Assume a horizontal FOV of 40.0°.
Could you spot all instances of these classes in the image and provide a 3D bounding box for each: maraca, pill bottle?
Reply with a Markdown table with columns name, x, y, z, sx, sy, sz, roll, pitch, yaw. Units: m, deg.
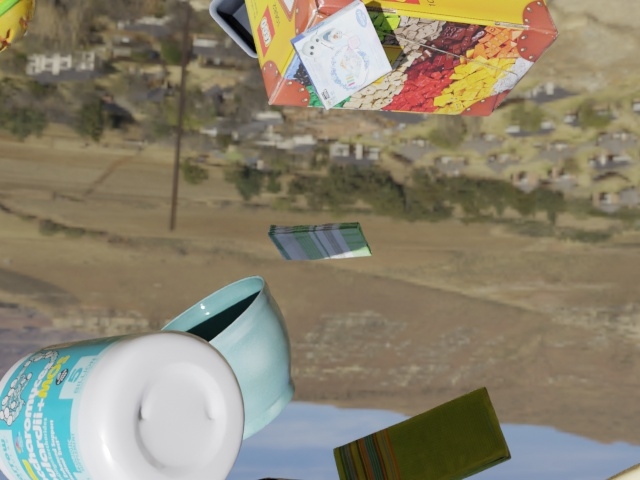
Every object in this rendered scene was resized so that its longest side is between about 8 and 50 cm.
| name | x | y | z | sx | sy | sz | roll | pitch | yaw |
| --- | --- | --- | --- | --- | --- | --- | --- | --- | --- |
| maraca | -0.415 | -0.306 | 1.135 | 0.127 | 0.185 | 0.099 | 9 | 142 | 46 |
| pill bottle | -0.200 | 0.161 | 0.788 | 0.146 | 0.146 | 0.264 | 8 | 165 | -43 |

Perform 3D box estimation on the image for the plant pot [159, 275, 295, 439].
| name | x | y | z | sx | sy | sz | roll | pitch | yaw |
| --- | --- | --- | --- | --- | --- | --- | --- | --- | --- |
| plant pot | -0.165 | 0.225 | 1.520 | 0.293 | 0.196 | 0.293 | -31 | -166 | 9 |

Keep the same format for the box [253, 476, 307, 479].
| name | x | y | z | sx | sy | sz | roll | pitch | yaw |
| --- | --- | --- | --- | --- | --- | --- | --- | --- | --- |
| box | 0.033 | 0.356 | 0.687 | 0.097 | 0.318 | 0.395 | -4 | 170 | -31 |

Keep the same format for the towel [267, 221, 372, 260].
| name | x | y | z | sx | sy | sz | roll | pitch | yaw |
| --- | --- | --- | --- | --- | --- | --- | --- | --- | --- |
| towel | 0.000 | 0.000 | 1.440 | 0.152 | 0.023 | 0.113 | -4 | 155 | 14 |

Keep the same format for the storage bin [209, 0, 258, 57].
| name | x | y | z | sx | sy | sz | roll | pitch | yaw |
| --- | --- | --- | --- | --- | --- | --- | --- | --- | --- |
| storage bin | -0.120 | -0.399 | 1.601 | 0.135 | 0.098 | 0.091 | 46 | -173 | 3 |

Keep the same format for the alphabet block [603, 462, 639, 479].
| name | x | y | z | sx | sy | sz | roll | pitch | yaw |
| --- | --- | --- | --- | --- | --- | --- | --- | --- | --- |
| alphabet block | 0.320 | 0.280 | 0.730 | 0.197 | 0.192 | 0.193 | -35 | 146 | 23 |

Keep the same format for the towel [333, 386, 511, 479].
| name | x | y | z | sx | sy | sz | roll | pitch | yaw |
| --- | --- | --- | --- | --- | --- | --- | --- | --- | --- |
| towel | 0.127 | 0.282 | 1.162 | 0.237 | 0.102 | 0.021 | -28 | 151 | 20 |

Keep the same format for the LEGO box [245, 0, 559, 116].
| name | x | y | z | sx | sy | sz | roll | pitch | yaw |
| --- | --- | --- | --- | --- | --- | --- | --- | --- | --- |
| LEGO box | 0.076 | -0.445 | 1.296 | 0.373 | 0.499 | 0.193 | 0 | 151 | -24 |

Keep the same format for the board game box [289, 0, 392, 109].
| name | x | y | z | sx | sy | sz | roll | pitch | yaw |
| --- | --- | --- | --- | --- | --- | --- | --- | --- | --- |
| board game box | 0.024 | -0.208 | 0.989 | 0.090 | 0.090 | 0.020 | -31 | -146 | -4 |
